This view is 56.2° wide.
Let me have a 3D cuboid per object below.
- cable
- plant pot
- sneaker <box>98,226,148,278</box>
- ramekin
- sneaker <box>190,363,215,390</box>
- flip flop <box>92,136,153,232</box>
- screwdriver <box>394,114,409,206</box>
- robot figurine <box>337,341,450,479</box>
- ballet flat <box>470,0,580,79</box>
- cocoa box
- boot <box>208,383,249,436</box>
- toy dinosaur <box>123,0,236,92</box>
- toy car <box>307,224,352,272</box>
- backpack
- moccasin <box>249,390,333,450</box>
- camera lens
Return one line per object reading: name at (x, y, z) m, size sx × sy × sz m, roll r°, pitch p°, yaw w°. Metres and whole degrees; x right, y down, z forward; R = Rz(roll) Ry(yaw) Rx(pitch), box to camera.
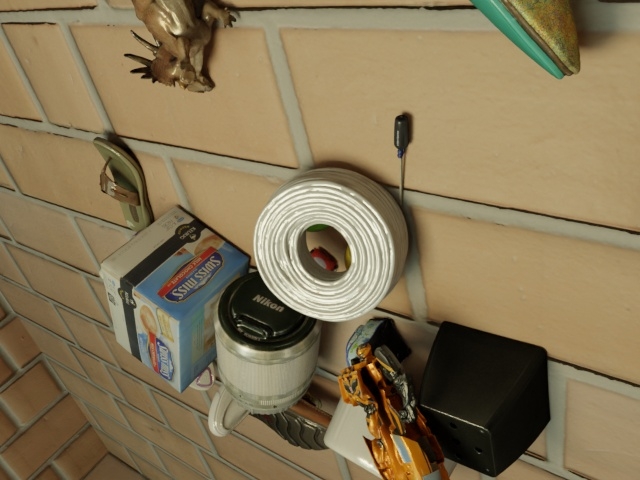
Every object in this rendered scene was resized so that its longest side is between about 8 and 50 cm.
cable at (0.013, 0.008, 0.994) m, size 0.257 × 0.089 × 0.257 m, roll 32°, pitch 118°, yaw 9°
plant pot at (0.264, 0.278, 1.017) m, size 0.188 × 0.167 × 0.188 m, roll 13°, pitch 133°, yaw 37°
sneaker at (-0.440, 0.041, 1.518) m, size 0.102 × 0.161 × 0.282 m, roll 41°, pitch 179°, yaw -4°
ramekin at (0.141, 0.409, 1.206) m, size 0.277 × 0.135 × 0.277 m, roll 28°, pitch 164°, yaw 9°
sneaker at (-0.429, 0.341, 1.817) m, size 0.305 × 0.114 × 0.152 m, roll 39°, pitch 157°, yaw 15°
flip flop at (-0.473, -0.117, 1.416) m, size 0.112 × 0.080 × 0.277 m, roll 24°, pitch 139°, yaw 26°
screwdriver at (0.118, -0.115, 0.901) m, size 0.025 × 0.024 × 0.170 m, roll 3°, pitch 136°, yaw 4°
robot figurine at (0.118, 0.312, 0.994) m, size 0.291 × 0.084 × 0.211 m, roll 65°, pitch 158°, yaw 11°
ballet flat at (0.155, -0.312, 0.612) m, size 0.348 × 0.123 × 0.123 m, roll 40°, pitch 143°, yaw 4°
cocoa box at (-0.332, 0.146, 1.406) m, size 0.227 × 0.231 × 0.347 m, roll 34°, pitch 142°, yaw 15°
boot at (-0.154, 0.347, 1.412) m, size 0.123 × 0.258 × 0.095 m, roll -7°, pitch 132°, yaw 43°
toy dinosaur at (-0.245, -0.355, 0.941) m, size 0.200 × 0.127 × 0.296 m, roll 15°, pitch 129°, yaw 44°
toy car at (0.000, 0.000, 1.096) m, size 0.238 × 0.053 × 0.225 m, roll -9°, pitch 118°, yaw 48°
backpack at (0.101, 0.220, 1.161) m, size 0.084 × 0.114 × 0.105 m, roll -12°, pitch 117°, yaw 49°
moccasin at (-0.083, 0.410, 1.510) m, size 0.379 × 0.147 × 0.139 m, roll 5°, pitch 121°, yaw 49°
camera lens at (-0.111, 0.215, 1.272) m, size 0.219 × 0.219 × 0.274 m, roll 29°, pitch 141°, yaw 20°
